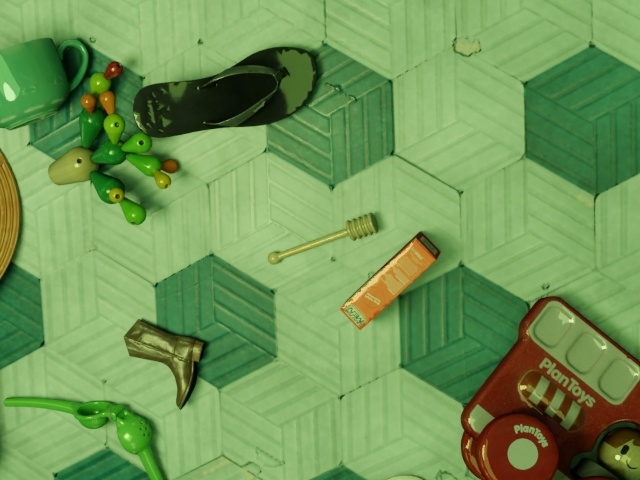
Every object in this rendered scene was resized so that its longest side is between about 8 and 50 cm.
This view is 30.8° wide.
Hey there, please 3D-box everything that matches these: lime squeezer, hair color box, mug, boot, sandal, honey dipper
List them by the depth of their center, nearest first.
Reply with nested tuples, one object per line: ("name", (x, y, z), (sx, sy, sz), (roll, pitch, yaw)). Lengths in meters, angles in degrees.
("sandal", (-0.120, -0.188, 1.537), (0.255, 0.054, 0.097), (-19, 96, -9))
("hair color box", (0.094, 0.053, 1.552), (0.043, 0.072, 0.141), (46, 103, 2))
("mug", (-0.398, -0.213, 1.586), (0.158, 0.129, 0.097), (-19, 96, 13))
("honey dipper", (0.000, 0.000, 1.587), (0.161, 0.030, 0.030), (-18, 94, 16))
("boot", (-0.230, 0.175, 1.650), (0.114, 0.037, 0.106), (16, 87, 6))
("lime squeezer", (-0.310, 0.277, 1.682), (0.310, 0.059, 0.110), (32, 132, 4))

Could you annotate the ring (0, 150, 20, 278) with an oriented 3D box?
("ring", (-0.597, -0.036, 1.647), (0.337, 0.032, 0.336), (0, 88, -5))

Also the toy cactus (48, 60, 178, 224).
("toy cactus", (-0.298, -0.122, 1.607), (0.180, 0.112, 0.219), (-17, 97, 32))

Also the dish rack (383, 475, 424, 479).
("dish rack", (0.066, 0.514, 1.588), (0.286, 0.072, 0.332), (-17, 95, -2))

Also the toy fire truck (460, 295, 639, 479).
("toy fire truck", (0.340, 0.250, 1.496), (0.302, 0.169, 0.254), (38, 84, 3))
